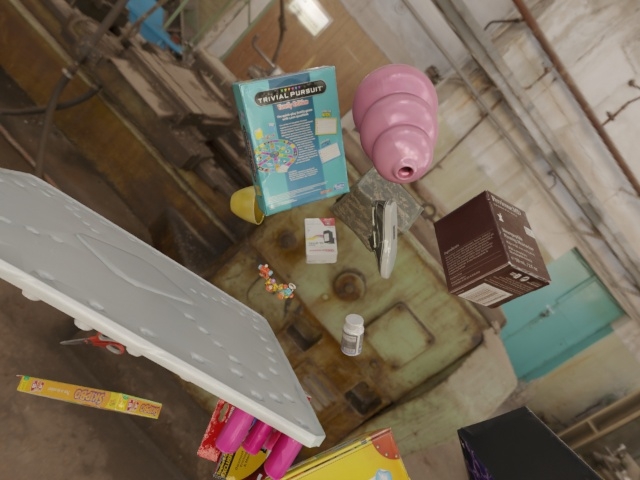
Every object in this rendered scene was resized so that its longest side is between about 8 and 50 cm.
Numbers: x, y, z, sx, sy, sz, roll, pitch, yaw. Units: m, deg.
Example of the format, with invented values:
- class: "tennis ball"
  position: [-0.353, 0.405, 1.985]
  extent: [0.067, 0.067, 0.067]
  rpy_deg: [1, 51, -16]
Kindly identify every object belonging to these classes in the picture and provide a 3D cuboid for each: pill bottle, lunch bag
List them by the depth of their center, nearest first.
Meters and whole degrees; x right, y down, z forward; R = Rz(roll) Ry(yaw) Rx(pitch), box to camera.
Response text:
- class: "lunch bag"
  position: [0.180, -0.100, 1.561]
  extent: [0.235, 0.287, 0.169]
  rpy_deg: [45, 60, -5]
- class: "pill bottle"
  position: [0.117, 0.341, 1.594]
  extent: [0.078, 0.137, 0.078]
  rpy_deg: [4, 26, -2]

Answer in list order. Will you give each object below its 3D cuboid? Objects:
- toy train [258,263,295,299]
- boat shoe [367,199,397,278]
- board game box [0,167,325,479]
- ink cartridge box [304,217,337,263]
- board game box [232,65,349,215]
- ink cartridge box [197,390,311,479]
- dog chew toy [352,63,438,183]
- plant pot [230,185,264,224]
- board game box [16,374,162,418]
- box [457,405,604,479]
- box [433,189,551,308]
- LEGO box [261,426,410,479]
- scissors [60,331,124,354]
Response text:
- class: "toy train"
  position: [-0.177, 0.168, 1.690]
  extent: [0.166, 0.125, 0.046]
  rpy_deg: [31, 55, 15]
- class: "boat shoe"
  position: [0.171, -0.004, 1.221]
  extent: [0.077, 0.070, 0.220]
  rpy_deg: [-22, 116, -60]
- class: "board game box"
  position: [-0.207, 0.049, 0.465]
  extent: [0.389, 0.050, 0.390]
  rpy_deg: [35, -5, -14]
- class: "ink cartridge box"
  position: [0.000, 0.000, 1.794]
  extent: [0.072, 0.127, 0.175]
  rpy_deg: [96, -9, -58]
- class: "board game box"
  position: [-0.069, -0.263, 1.163]
  extent: [0.079, 0.253, 0.337]
  rpy_deg: [-141, -143, -58]
- class: "ink cartridge box"
  position: [-0.214, 0.594, 1.396]
  extent: [0.271, 0.310, 0.130]
  rpy_deg: [22, -14, -5]
- class: "dog chew toy"
  position: [0.177, -0.259, 1.009]
  extent: [0.206, 0.206, 0.332]
  rpy_deg: [38, 36, -32]
- class: "plant pot"
  position: [-0.251, -0.126, 1.503]
  extent: [0.095, 0.135, 0.134]
  rpy_deg: [6, 15, 9]
- class: "board game box"
  position: [-0.448, 0.298, 0.842]
  extent: [0.124, 0.259, 0.039]
  rpy_deg: [59, 40, -57]
- class: "box"
  position: [0.256, 0.356, 0.483]
  extent: [0.184, 0.103, 0.262]
  rpy_deg: [-116, -170, -78]
- class: "box"
  position: [0.400, 0.027, 1.046]
  extent: [0.168, 0.167, 0.203]
  rpy_deg: [19, 51, -31]
- class: "LEGO box"
  position: [-0.009, 0.694, 0.957]
  extent: [0.499, 0.193, 0.373]
  rpy_deg: [-12, 68, -25]
- class: "scissors"
  position: [-0.857, 0.365, 1.634]
  extent: [0.021, 0.296, 0.109]
  rpy_deg: [-66, 157, -54]
